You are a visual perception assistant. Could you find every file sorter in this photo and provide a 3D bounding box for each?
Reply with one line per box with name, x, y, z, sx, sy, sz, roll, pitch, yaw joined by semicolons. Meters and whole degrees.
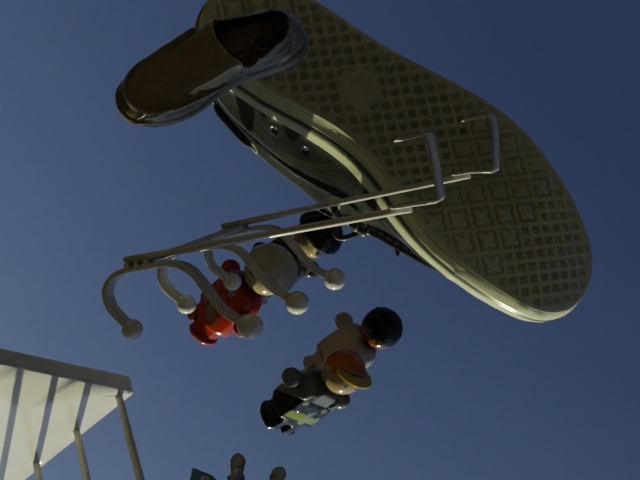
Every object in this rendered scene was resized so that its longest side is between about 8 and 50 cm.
file sorter;-0.313;0.248;1.219;0.278;0.193;0.173;-38;-127;27

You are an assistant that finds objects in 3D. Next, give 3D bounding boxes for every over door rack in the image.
over door rack;0.000;0.000;1.197;0.324;0.239;0.108;-23;-89;21

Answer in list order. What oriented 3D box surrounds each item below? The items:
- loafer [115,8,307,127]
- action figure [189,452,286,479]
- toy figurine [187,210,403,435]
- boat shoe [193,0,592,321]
loafer;-0.079;-0.130;0.965;0.056;0.148;0.050;59;-10;16
action figure;-0.090;0.276;1.371;0.137;0.232;0.063;14;-80;7
toy figurine;-0.017;0.088;1.516;0.148;0.213;0.209;-39;-92;26
boat shoe;0.073;-0.088;1.455;0.500;0.186;0.156;36;-24;3
